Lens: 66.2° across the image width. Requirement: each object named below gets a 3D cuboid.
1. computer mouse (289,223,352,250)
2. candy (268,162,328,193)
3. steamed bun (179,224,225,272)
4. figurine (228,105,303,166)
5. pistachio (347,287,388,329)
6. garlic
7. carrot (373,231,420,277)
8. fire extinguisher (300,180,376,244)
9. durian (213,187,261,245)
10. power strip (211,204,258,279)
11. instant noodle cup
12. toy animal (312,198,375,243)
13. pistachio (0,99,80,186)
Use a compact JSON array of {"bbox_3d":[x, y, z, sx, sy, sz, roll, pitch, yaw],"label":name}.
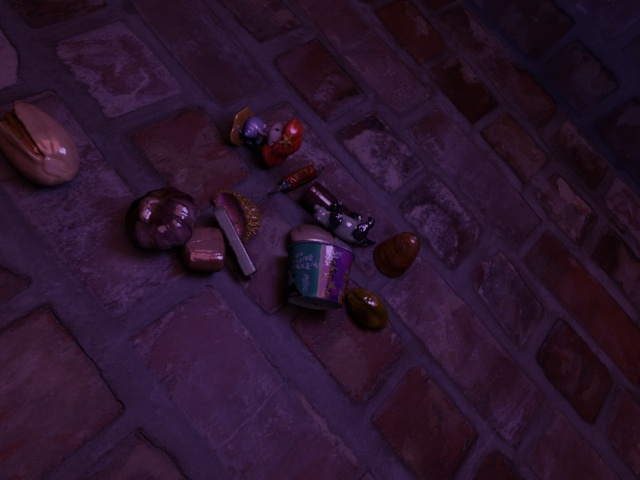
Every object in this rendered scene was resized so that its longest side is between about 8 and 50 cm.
[{"bbox_3d":[0.000,0.000,1.819,0.237,0.081,0.145,14,22,-19],"label":"computer mouse"},{"bbox_3d":[-0.082,-0.244,1.924,0.292,0.086,0.059,-31,90,-33],"label":"candy"},{"bbox_3d":[-0.394,0.030,1.629,0.145,0.106,0.175,2,52,-20],"label":"steamed bun"},{"bbox_3d":[-0.190,-0.384,1.860,0.257,0.208,0.181,23,11,16],"label":"figurine"},{"bbox_3d":[0.178,0.251,1.802,0.189,0.110,0.100,51,24,4],"label":"pistachio"},{"bbox_3d":[-0.511,-0.083,1.558,0.245,0.160,0.244,-8,47,9],"label":"garlic"},{"bbox_3d":[0.318,0.033,1.911,0.159,0.225,0.159,9,61,-17],"label":"carrot"},{"bbox_3d":[0.084,-0.088,1.929,0.344,0.102,0.138,41,21,-4],"label":"fire extinguisher"},{"bbox_3d":[-0.286,-0.094,1.740,0.132,0.165,0.182,-30,55,-4],"label":"durian"},{"bbox_3d":[-0.294,0.001,1.676,0.048,0.080,0.285,-28,89,-8],"label":"power strip"},{"bbox_3d":[-0.011,0.129,1.699,0.251,0.251,0.190,15,70,-20],"label":"instant noodle cup"},{"bbox_3d":[0.077,-0.074,1.816,0.225,0.094,0.121,28,86,-7],"label":"toy animal"},{"bbox_3d":[-0.869,-0.297,1.515,0.188,0.187,0.299,-34,79,-34],"label":"pistachio"}]
